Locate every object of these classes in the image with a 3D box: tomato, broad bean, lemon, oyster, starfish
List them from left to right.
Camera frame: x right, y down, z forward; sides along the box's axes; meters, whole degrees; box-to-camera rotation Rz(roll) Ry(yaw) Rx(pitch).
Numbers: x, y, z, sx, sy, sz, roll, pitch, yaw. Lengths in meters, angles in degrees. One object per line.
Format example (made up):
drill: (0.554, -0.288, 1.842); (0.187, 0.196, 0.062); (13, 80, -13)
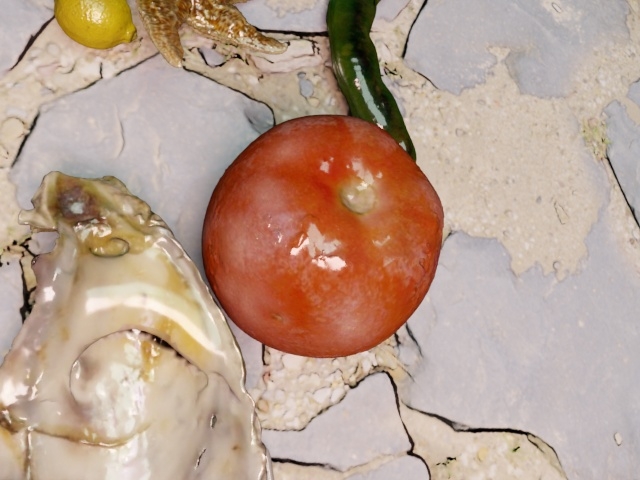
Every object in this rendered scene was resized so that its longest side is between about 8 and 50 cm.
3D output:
lemon: (-0.210, -0.211, 0.625); (0.083, 0.062, 0.062); (26, 67, -13)
oyster: (-0.158, 0.108, 0.542); (0.275, 0.100, 0.271); (32, 72, -11)
starfish: (-0.131, -0.256, 0.654); (0.277, 0.062, 0.235); (2, 60, -41)
tomato: (0.000, 0.000, 0.590); (0.208, 0.184, 0.208); (9, 63, -19)
broad bean: (0.071, -0.225, 0.758); (0.144, 0.049, 0.291); (19, 69, -19)

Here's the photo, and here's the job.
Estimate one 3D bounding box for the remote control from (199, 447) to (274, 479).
remote control: (-0.055, 0.311, 0.569); (0.067, 0.029, 0.260); (-4, 78, -25)
